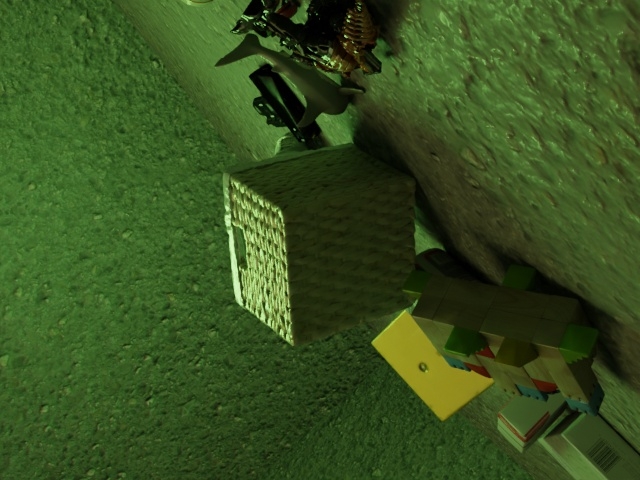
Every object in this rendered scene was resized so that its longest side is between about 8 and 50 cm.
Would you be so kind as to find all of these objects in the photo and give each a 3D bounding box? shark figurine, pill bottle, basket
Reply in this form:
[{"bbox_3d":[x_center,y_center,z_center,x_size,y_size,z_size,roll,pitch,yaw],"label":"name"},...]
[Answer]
[{"bbox_3d":[-0.041,-0.273,1.419,0.278,0.116,0.166,26,-179,-35],"label":"shark figurine"},{"bbox_3d":[0.305,0.156,1.685,0.283,0.161,0.161,44,172,37],"label":"pill bottle"},{"bbox_3d":[0.000,0.000,1.630,0.266,0.331,0.328,34,132,55],"label":"basket"}]

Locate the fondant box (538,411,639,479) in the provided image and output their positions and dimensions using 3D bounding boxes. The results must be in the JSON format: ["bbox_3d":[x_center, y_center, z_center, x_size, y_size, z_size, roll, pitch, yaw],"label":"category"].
[{"bbox_3d":[0.654,0.521,1.821,0.238,0.096,0.330,46,174,16],"label":"fondant box"}]

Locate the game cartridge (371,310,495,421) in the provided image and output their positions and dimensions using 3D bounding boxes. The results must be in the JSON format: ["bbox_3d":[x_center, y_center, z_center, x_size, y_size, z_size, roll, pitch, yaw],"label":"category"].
[{"bbox_3d":[0.315,0.274,1.968,0.285,0.053,0.323,48,130,9],"label":"game cartridge"}]

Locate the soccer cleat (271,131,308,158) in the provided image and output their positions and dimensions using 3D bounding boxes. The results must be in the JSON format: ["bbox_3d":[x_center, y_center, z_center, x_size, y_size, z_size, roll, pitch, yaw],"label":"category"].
[{"bbox_3d":[-0.087,-0.229,2.084,0.331,0.116,0.143,128,138,-88],"label":"soccer cleat"}]

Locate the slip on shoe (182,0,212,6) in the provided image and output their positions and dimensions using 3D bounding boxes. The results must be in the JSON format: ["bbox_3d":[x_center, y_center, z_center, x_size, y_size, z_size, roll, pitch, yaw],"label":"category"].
[{"bbox_3d":[-0.312,-0.615,1.563,0.331,0.123,0.101,51,142,16],"label":"slip on shoe"}]

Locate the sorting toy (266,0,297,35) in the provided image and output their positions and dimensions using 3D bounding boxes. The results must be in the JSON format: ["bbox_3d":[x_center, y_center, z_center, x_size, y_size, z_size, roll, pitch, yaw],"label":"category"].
[{"bbox_3d":[-0.077,-0.405,1.384,0.042,0.061,0.102,50,150,-11],"label":"sorting toy"}]

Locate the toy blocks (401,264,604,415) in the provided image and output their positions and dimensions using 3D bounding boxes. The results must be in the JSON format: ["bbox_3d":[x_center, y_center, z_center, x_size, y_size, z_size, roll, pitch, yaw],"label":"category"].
[{"bbox_3d":[0.353,0.194,1.420,0.381,0.190,0.261,9,149,41],"label":"toy blocks"}]

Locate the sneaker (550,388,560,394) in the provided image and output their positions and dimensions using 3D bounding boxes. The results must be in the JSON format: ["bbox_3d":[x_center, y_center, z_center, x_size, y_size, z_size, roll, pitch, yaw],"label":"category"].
[{"bbox_3d":[0.487,0.280,1.642,0.121,0.079,0.217,46,-178,-7],"label":"sneaker"}]

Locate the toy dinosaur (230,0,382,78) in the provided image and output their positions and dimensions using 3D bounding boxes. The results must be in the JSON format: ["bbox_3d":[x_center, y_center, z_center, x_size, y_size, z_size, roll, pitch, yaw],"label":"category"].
[{"bbox_3d":[0.015,-0.319,1.126,0.218,0.164,0.322,35,158,-14],"label":"toy dinosaur"}]

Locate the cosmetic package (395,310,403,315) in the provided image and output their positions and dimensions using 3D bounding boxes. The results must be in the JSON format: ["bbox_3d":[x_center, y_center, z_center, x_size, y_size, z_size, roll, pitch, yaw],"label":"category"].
[{"bbox_3d":[0.315,0.215,2.095,0.296,0.129,0.153,48,172,8],"label":"cosmetic package"}]

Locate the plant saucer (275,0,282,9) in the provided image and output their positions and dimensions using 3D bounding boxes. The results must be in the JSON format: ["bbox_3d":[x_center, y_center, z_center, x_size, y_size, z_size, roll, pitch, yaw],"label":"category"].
[{"bbox_3d":[-0.150,-0.517,1.264,0.310,0.050,0.310,47,172,8],"label":"plant saucer"}]

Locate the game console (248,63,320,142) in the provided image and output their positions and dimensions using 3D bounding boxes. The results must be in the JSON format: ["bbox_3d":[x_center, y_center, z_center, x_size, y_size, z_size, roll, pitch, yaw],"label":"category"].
[{"bbox_3d":[-0.118,-0.351,2.024,0.213,0.044,0.361,52,172,-15],"label":"game console"}]

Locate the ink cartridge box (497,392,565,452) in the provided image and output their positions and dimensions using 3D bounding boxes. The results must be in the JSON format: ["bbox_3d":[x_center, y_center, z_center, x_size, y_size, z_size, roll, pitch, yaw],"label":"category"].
[{"bbox_3d":[0.503,0.405,1.840,0.092,0.158,0.218,43,171,26],"label":"ink cartridge box"}]
